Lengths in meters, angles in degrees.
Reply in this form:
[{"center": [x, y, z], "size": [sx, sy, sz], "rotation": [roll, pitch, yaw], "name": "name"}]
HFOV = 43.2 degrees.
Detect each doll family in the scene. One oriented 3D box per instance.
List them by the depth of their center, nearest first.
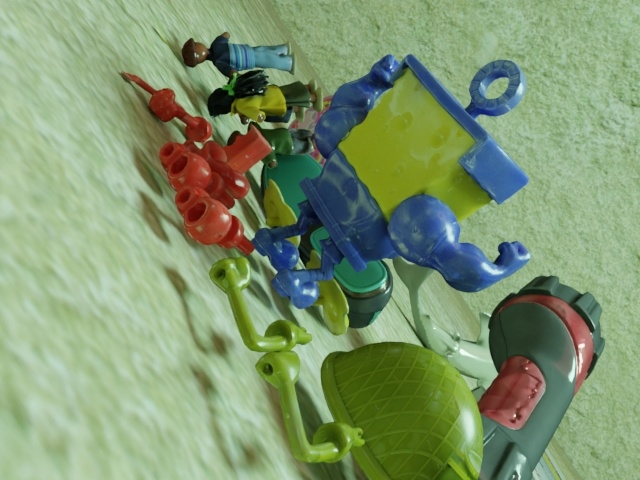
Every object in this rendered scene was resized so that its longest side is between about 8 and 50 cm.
[{"center": [-0.066, -0.139, 0.761], "size": [0.193, 0.111, 0.076], "rotation": [-121, -150, -53], "name": "doll family"}]

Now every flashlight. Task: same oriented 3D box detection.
[{"center": [0.145, 0.120, 0.639], "size": [0.304, 0.103, 0.103], "rotation": [-27, 114, -54], "name": "flashlight"}]

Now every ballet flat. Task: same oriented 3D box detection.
[{"center": [0.000, 0.000, 0.717], "size": [0.074, 0.074, 0.203], "rotation": [46, 8, -50], "name": "ballet flat"}]

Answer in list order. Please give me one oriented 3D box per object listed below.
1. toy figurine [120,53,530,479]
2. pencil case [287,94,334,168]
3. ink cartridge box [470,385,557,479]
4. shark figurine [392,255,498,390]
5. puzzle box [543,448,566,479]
[{"center": [0.047, -0.038, 0.509], "size": [0.191, 0.217, 0.363], "rotation": [44, 10, -45], "name": "toy figurine"}, {"center": [0.062, -0.094, 1.168], "size": [0.284, 0.124, 0.124], "rotation": [46, 14, -53], "name": "pencil case"}, {"center": [0.176, 0.235, 0.764], "size": [0.191, 0.082, 0.140], "rotation": [46, 15, -55], "name": "ink cartridge box"}, {"center": [0.187, 0.143, 1.188], "size": [0.278, 0.166, 0.116], "rotation": [37, -12, -14], "name": "shark figurine"}, {"center": [0.378, 0.434, 1.229], "size": [0.272, 0.052, 0.409], "rotation": [43, 16, -55], "name": "puzzle box"}]
